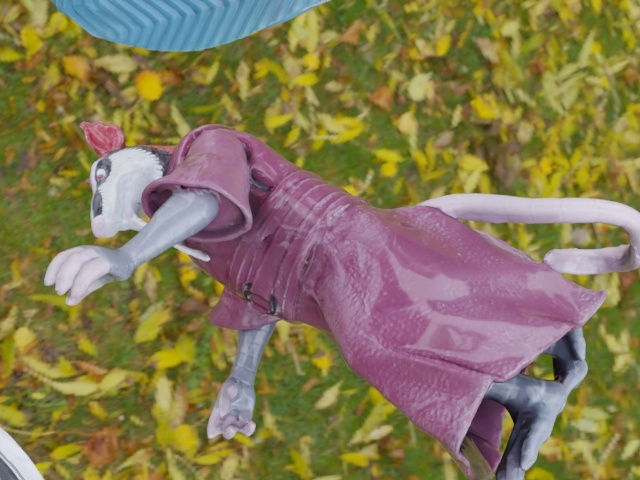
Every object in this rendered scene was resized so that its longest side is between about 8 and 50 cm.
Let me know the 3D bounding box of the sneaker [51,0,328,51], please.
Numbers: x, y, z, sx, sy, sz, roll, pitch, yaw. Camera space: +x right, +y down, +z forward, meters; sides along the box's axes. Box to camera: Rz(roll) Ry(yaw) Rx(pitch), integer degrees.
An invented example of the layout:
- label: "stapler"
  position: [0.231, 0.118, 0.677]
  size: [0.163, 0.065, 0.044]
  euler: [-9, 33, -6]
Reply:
- label: "sneaker"
  position: [-0.015, -0.143, 0.526]
  size: [0.092, 0.228, 0.088]
  euler: [-67, 146, -75]

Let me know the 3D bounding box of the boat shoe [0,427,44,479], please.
- label: "boat shoe"
  position: [-0.310, 0.287, 1.153]
  size: [0.076, 0.080, 0.229]
  euler: [-29, 86, -42]

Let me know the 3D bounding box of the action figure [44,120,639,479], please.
- label: "action figure"
  position: [0.000, 0.000, 0.735]
  size: [0.370, 0.248, 0.276]
  euler: [32, 76, 14]
